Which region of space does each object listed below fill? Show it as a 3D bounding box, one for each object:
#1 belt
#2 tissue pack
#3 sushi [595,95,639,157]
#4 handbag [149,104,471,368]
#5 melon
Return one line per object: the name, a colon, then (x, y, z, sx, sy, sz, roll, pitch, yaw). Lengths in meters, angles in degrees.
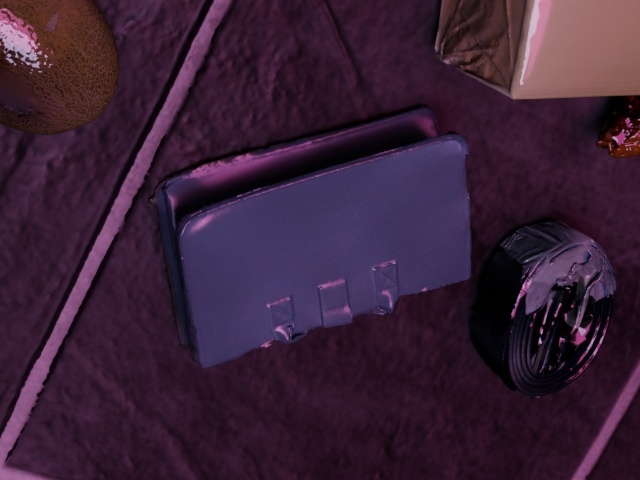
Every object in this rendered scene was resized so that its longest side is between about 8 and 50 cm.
belt: (0.175, 0.053, 1.171, 0.105, 0.058, 0.140, -2, 113, -29)
tissue pack: (0.212, -0.188, 1.035, 0.234, 0.125, 0.159, -4, 115, -25)
sushi: (0.246, -0.097, 1.139, 0.099, 0.050, 0.047, -45, 130, -7)
handbag: (0.000, 0.000, 1.066, 0.221, 0.057, 0.144, -17, 124, -18)
melon: (-0.188, -0.128, 0.886, 0.099, 0.099, 0.162, -47, 121, 1)
